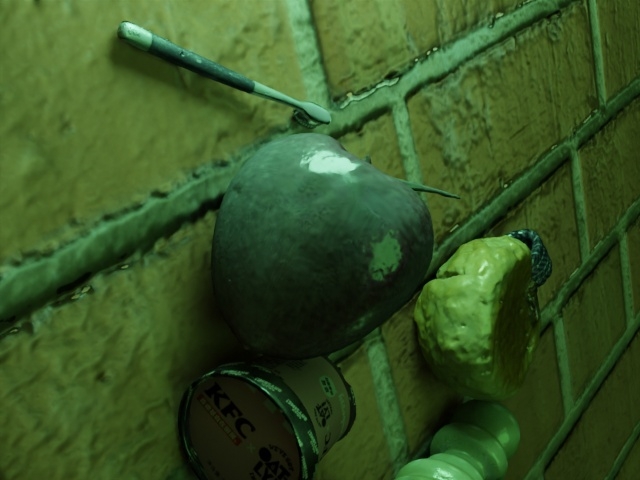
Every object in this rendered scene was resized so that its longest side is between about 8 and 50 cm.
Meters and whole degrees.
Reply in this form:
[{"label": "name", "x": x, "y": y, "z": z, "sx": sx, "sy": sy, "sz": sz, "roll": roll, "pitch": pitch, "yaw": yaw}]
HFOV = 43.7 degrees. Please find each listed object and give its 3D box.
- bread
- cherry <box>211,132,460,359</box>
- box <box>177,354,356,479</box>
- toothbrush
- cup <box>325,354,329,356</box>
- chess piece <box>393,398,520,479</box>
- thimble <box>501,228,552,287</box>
[{"label": "bread", "x": 0.226, "y": 0.108, "z": 1.143, "sx": 0.245, "sy": 0.134, "sz": 0.244, "roll": -9, "pitch": 101, "yaw": -53}, {"label": "cherry", "x": 0.000, "y": 0.000, "z": 0.802, "sx": 0.266, "sy": 0.213, "sz": 0.183, "roll": -50, "pitch": 157, "yaw": -18}, {"label": "box", "x": -0.047, "y": 0.182, "z": 0.819, "sx": 0.135, "sy": 0.151, "sz": 0.151, "roll": -23, "pitch": 112, "yaw": -57}, {"label": "toothbrush", "x": -0.089, "y": -0.164, "z": 0.821, "sx": 0.288, "sy": 0.026, "sz": 0.024, "roll": 15, "pitch": 66, "yaw": -48}, {"label": "cup", "x": -0.008, "y": 0.081, "z": 0.912, "sx": 0.100, "sy": 0.078, "sz": 0.077, "roll": 56, "pitch": 41, "yaw": 2}, {"label": "chess piece", "x": 0.207, "y": 0.325, "z": 1.145, "sx": 0.251, "sy": 0.145, "sz": 0.144, "roll": -37, "pitch": 122, "yaw": -47}, {"label": "thimble", "x": 0.318, "y": 0.033, "z": 1.271, "sx": 0.104, "sy": 0.095, "sz": 0.066, "roll": -38, "pitch": 121, "yaw": -24}]
